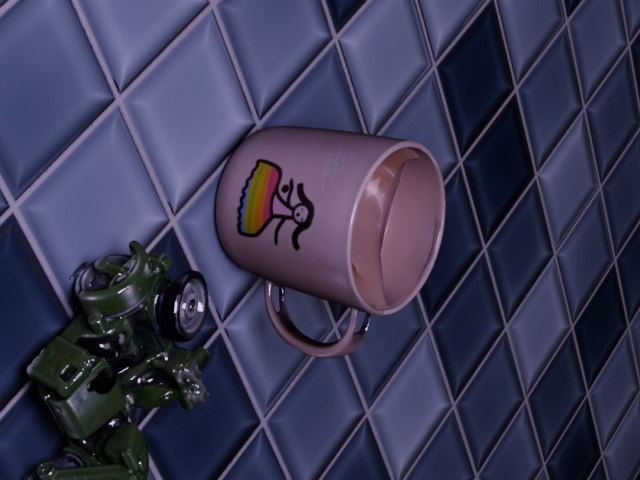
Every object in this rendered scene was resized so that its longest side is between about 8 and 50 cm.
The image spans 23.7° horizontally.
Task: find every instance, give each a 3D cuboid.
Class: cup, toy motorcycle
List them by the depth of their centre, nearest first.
[{"bbox_3d":[-0.206,0.143,1.520,0.275,0.127,0.205,-55,143,-34],"label":"toy motorcycle"},{"bbox_3d":[0.000,0.000,1.698,0.191,0.200,0.253,4,97,-56],"label":"cup"}]
